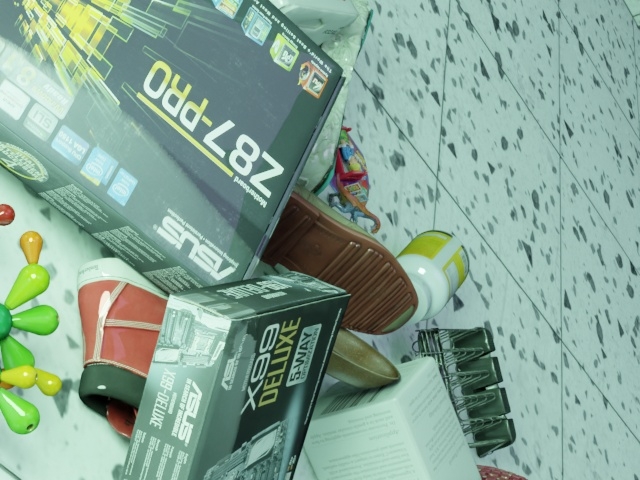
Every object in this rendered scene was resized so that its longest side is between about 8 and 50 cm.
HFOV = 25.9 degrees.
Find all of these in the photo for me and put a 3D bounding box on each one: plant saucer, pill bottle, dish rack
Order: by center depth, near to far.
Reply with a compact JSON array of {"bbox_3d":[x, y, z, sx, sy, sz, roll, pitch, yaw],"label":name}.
[{"bbox_3d":[0.007,0.133,1.739,0.199,0.036,0.198,30,6,-3],"label":"plant saucer"},{"bbox_3d":[0.151,0.058,2.072,0.103,0.103,0.184,67,28,-10],"label":"pill bottle"},{"bbox_3d":[0.206,0.228,2.109,0.271,0.074,0.208,6,68,-59],"label":"dish rack"}]

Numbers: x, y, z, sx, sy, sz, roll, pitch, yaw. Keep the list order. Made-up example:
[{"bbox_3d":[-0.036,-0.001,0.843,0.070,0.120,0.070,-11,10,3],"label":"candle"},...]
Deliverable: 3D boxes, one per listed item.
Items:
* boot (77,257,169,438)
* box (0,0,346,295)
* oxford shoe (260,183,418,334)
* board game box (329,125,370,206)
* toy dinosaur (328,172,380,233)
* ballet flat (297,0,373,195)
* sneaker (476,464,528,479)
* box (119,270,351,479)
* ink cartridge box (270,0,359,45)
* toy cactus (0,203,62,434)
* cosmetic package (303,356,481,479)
[{"bbox_3d":[-0.161,0.135,1.480,0.244,0.088,0.176,22,54,-46],"label":"boot"},{"bbox_3d":[-0.183,-0.164,1.416,0.395,0.097,0.318,41,60,-28],"label":"box"},{"bbox_3d":[0.000,0.000,1.790,0.348,0.123,0.130,41,13,-37],"label":"oxford shoe"},{"bbox_3d":[0.042,-0.125,2.059,0.168,0.033,0.133,54,33,-32],"label":"board game box"},{"bbox_3d":[0.051,-0.042,1.987,0.082,0.090,0.047,11,39,-9],"label":"toy dinosaur"},{"bbox_3d":[-0.017,-0.228,1.924,0.147,0.147,0.409,53,32,-32],"label":"ballet flat"},{"bbox_3d":[0.224,0.424,1.997,0.299,0.121,0.112,-53,149,-59],"label":"sneaker"},{"bbox_3d":[-0.095,0.191,1.397,0.242,0.077,0.307,-7,117,-63],"label":"box"},{"bbox_3d":[-0.110,-0.385,1.768,0.307,0.129,0.223,61,24,8],"label":"ink cartridge box"},{"bbox_3d":[-0.320,0.072,1.236,0.180,0.112,0.219,-2,77,-42],"label":"toy cactus"},{"bbox_3d":[0.090,0.271,1.778,0.151,0.151,0.183,-37,108,-62],"label":"cosmetic package"}]
